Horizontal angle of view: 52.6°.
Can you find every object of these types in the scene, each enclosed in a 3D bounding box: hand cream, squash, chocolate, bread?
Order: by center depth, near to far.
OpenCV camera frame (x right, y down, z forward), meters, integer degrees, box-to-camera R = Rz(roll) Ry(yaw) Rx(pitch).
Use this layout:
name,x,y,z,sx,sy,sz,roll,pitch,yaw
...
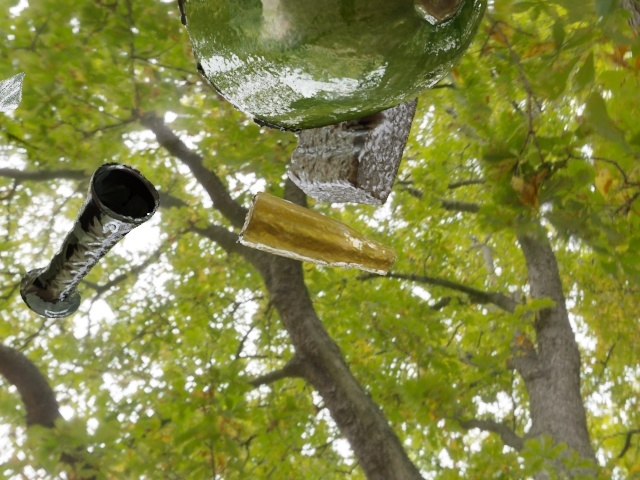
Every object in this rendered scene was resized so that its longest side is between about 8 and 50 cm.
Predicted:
name,x,y,z,sx,sy,sz,roll,pitch,yaw
squash,0.040,-0.281,0.681,0.309,0.310,0.310,3,-65,61
chocolate,0.000,0.000,0.902,0.219,0.086,0.086,18,-62,-6
bread,0.079,-0.262,1.012,0.165,0.113,0.417,5,-106,49
hand cream,-0.672,-0.311,1.382,0.067,0.109,0.320,49,-12,-26

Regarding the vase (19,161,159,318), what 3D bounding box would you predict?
name,x,y,z,sx,sy,sz,roll,pitch,yaw
vase,-0.204,0.006,0.560,0.059,0.059,0.167,49,-55,1
